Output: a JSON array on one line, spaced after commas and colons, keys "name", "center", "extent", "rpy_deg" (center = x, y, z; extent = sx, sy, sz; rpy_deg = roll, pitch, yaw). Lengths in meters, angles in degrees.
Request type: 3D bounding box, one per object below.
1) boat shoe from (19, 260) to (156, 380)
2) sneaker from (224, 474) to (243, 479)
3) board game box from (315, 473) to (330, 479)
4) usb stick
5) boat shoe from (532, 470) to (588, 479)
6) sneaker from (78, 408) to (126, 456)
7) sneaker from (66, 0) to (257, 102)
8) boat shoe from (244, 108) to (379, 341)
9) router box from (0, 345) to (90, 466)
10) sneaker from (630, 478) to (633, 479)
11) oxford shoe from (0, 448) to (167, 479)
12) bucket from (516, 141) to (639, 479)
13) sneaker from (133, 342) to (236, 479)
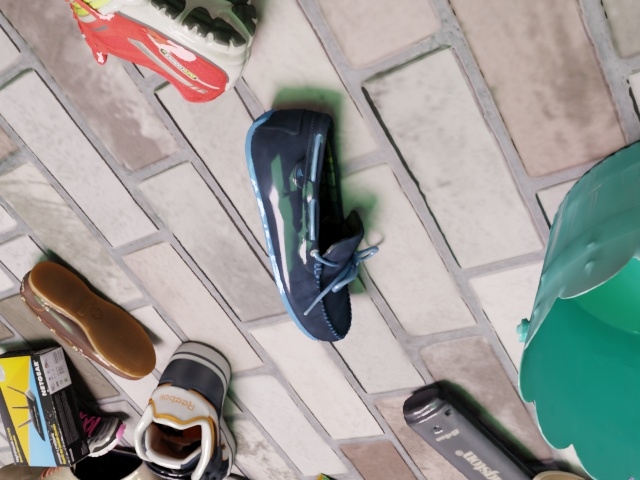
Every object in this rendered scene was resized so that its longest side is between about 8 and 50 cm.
[{"name": "boat shoe", "center": [-0.312, 0.114, 0.864], "extent": [0.207, 0.073, 0.073], "rpy_deg": [46, 131, -8]}, {"name": "sneaker", "center": [-0.264, 0.601, 1.052], "extent": [0.169, 0.257, 0.448], "rpy_deg": [34, 118, 2]}, {"name": "board game box", "center": [0.011, 0.485, 1.037], "extent": [0.124, 0.039, 0.260], "rpy_deg": [32, 134, 15]}, {"name": "usb stick", "center": [0.215, 0.284, 0.808], "extent": [0.278, 0.045, 0.077], "rpy_deg": [44, 129, -15]}, {"name": "boat shoe", "center": [0.336, 0.331, 0.776], "extent": [0.170, 0.063, 0.059], "rpy_deg": [24, 176, -8]}, {"name": "sneaker", "center": [-0.394, 0.306, 1.052], "extent": [0.170, 0.063, 0.075], "rpy_deg": [-8, 130, 32]}, {"name": "sneaker", "center": [-0.190, -0.207, 0.537], "extent": [0.279, 0.107, 0.118], "rpy_deg": [34, 141, -4]}, {"name": "boat shoe", "center": [0.000, 0.000, 0.625], "extent": [0.088, 0.109, 0.258], "rpy_deg": [-4, 128, 20]}, {"name": "router box", "center": [-0.440, 0.259, 0.999], "extent": [0.133, 0.046, 0.179], "rpy_deg": [-10, 97, 28]}, {"name": "sneaker", "center": [0.372, 0.259, 0.709], "extent": [0.068, 0.071, 0.170], "rpy_deg": [7, 130, 16]}, {"name": "oxford shoe", "center": [-0.429, 0.405, 1.120], "extent": [0.347, 0.123, 0.130], "rpy_deg": [-4, 122, 12]}, {"name": "bucket", "center": [0.301, 0.061, 0.503], "extent": [0.281, 0.183, 0.281], "rpy_deg": [11, 130, 14]}, {"name": "sneaker", "center": [-0.198, 0.294, 0.927], "extent": [0.126, 0.128, 0.321], "rpy_deg": [13, 132, 9]}]
